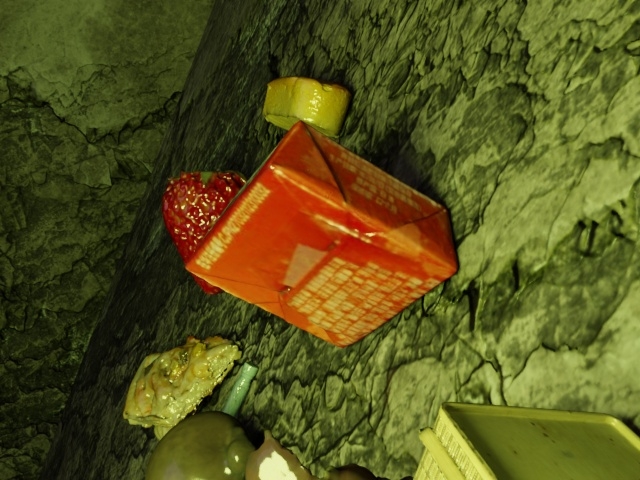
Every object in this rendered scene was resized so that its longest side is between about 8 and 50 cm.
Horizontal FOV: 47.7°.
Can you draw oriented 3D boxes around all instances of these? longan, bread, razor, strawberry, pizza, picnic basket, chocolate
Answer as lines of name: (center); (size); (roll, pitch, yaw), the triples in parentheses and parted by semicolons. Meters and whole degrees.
longan: (-0.158, 0.329, 1.023); (0.204, 0.159, 0.185); (-39, 38, 39)
bread: (-0.029, -0.234, 1.238); (0.245, 0.102, 0.094); (26, 99, 69)
razor: (-0.160, 0.309, 1.188); (0.232, 0.068, 0.106); (-63, 24, 3)
strawberry: (-0.209, -0.016, 1.426); (0.205, 0.205, 0.244); (-174, 80, -67)
pizza: (-0.260, 0.252, 1.334); (0.297, 0.071, 0.189); (-18, 37, 40)
picnic basket: (0.145, 0.167, 0.450); (0.115, 0.164, 0.079); (-124, 47, -63)
chocolate: (0.000, 0.000, 0.829); (0.237, 0.235, 0.108); (-44, 24, 49)

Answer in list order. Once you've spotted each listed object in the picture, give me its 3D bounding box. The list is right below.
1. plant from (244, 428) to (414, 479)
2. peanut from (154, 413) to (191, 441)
plant: (0.044, 0.286, 0.555); (0.178, 0.204, 0.234); (-56, 36, 12)
peanut: (-0.284, 0.340, 1.405); (0.082, 0.082, 0.187); (-63, 24, 20)
